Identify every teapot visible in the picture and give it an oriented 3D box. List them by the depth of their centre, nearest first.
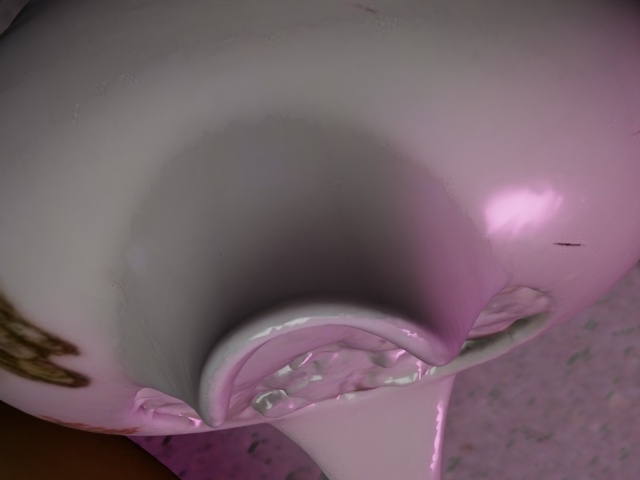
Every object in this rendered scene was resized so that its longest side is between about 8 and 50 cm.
[{"bbox_3d":[0.000,0.000,0.527,0.204,0.298,0.139,-19,75,7],"label":"teapot"}]

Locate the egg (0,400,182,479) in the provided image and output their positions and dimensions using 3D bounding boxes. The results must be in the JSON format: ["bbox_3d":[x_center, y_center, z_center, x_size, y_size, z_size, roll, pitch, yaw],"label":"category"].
[{"bbox_3d":[-0.114,0.193,0.634,0.250,0.250,0.322,-5,115,5],"label":"egg"}]
